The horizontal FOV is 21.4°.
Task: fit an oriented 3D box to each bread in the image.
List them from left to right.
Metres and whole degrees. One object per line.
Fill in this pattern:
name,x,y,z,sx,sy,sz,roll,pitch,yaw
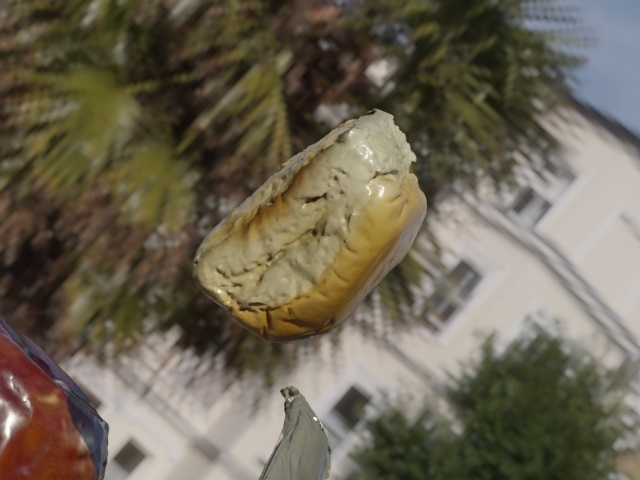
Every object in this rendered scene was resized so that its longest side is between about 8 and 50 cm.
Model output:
bread,0.000,-0.002,0.860,0.082,0.125,0.106,48,13,-5

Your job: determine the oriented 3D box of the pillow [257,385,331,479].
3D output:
pillow,-0.036,0.284,1.803,0.059,0.255,0.169,7,-54,12

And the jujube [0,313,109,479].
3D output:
jujube,-0.272,0.185,0.993,0.223,0.318,0.223,45,-4,4
